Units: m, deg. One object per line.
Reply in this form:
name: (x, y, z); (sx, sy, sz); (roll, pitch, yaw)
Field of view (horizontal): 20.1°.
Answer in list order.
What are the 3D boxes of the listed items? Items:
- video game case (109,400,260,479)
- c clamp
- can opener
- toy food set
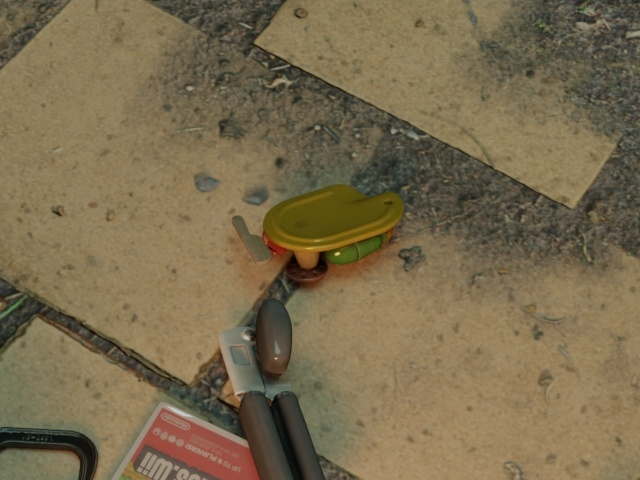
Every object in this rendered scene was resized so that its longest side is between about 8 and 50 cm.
video game case: (-0.154, 0.328, 1.977); (0.204, 0.025, 0.285); (24, 55, 10)
c clamp: (-0.328, 0.266, 2.004); (0.161, 0.022, 0.137); (-1, 50, -6)
can opener: (-0.054, 0.187, 2.037); (0.074, 0.093, 0.280); (1, 45, -20)
toy food set: (0.000, 0.000, 2.214); (0.218, 0.071, 0.128); (-17, 34, -20)
